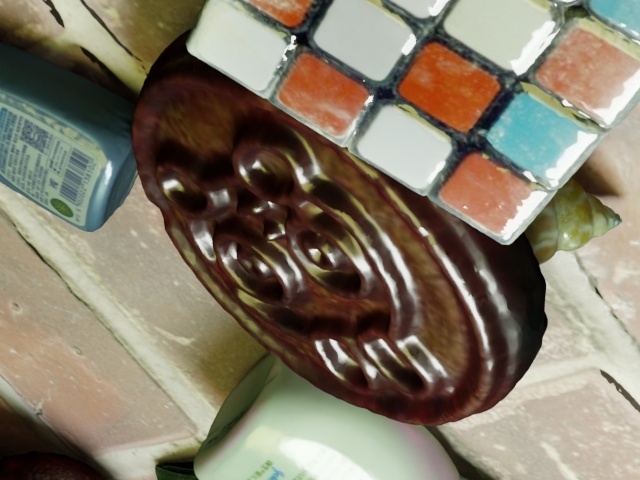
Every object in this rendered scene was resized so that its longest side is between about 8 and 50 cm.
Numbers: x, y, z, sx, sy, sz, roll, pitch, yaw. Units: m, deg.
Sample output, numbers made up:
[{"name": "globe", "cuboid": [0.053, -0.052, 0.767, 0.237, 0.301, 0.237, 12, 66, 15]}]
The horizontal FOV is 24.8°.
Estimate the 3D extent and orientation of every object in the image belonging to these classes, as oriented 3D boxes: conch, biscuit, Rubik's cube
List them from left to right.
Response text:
[{"name": "biscuit", "cuboid": [0.000, 0.000, 1.206, 0.407, 0.091, 0.407, 31, 149, 21]}, {"name": "Rubik's cube", "cuboid": [0.105, -0.202, 0.915, 0.253, 0.259, 0.256, 30, 138, -5]}, {"name": "conch", "cuboid": [0.137, -0.031, 1.189, 0.173, 0.106, 0.116, 9, 137, 39]}]

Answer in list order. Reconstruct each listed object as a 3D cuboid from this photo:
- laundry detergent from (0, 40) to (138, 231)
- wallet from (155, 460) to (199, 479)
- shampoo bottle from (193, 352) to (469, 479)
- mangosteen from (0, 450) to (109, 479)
[{"name": "laundry detergent", "cuboid": [-0.302, -0.127, 1.329, 0.290, 0.094, 0.143, 30, 144, 1]}, {"name": "wallet", "cuboid": [-0.103, 0.365, 1.675, 0.160, 0.055, 0.236, -5, 111, 52]}, {"name": "shampoo bottle", "cuboid": [0.056, 0.263, 1.480, 0.349, 0.151, 0.222, 36, 131, -9]}, {"name": "mangosteen", "cuboid": [-0.396, 0.425, 1.720, 0.421, 0.381, 0.381, 1, 132, 40]}]
